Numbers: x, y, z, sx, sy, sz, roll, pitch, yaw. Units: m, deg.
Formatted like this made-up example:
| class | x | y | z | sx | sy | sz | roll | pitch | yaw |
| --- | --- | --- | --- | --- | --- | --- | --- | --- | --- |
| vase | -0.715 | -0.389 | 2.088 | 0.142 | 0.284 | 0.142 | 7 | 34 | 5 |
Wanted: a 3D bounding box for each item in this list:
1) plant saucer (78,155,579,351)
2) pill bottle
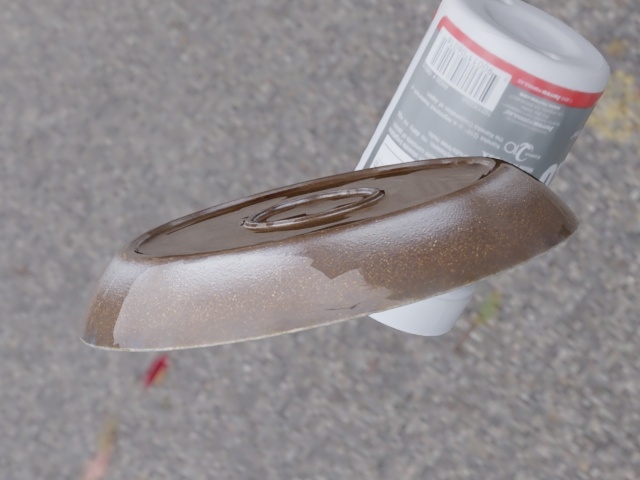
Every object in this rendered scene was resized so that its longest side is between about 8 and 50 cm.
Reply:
| class | x | y | z | sx | sy | sz | roll | pitch | yaw |
| --- | --- | --- | --- | --- | --- | --- | --- | --- | --- |
| plant saucer | 0.000 | 0.000 | 1.154 | 0.310 | 0.310 | 0.050 | -4 | 103 | 43 |
| pill bottle | 0.123 | -0.067 | 1.685 | 0.283 | 0.161 | 0.161 | -63 | 36 | 23 |
